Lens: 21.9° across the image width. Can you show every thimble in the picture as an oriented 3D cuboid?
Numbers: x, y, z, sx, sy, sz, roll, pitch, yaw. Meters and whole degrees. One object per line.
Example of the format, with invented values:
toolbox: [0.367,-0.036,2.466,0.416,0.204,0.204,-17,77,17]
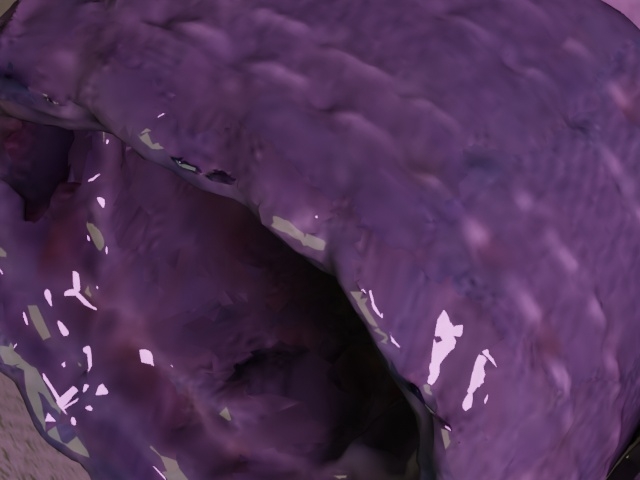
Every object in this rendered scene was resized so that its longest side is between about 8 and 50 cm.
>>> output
thimble: [0.000,0.000,0.527,0.236,0.172,0.205,53,135,-2]

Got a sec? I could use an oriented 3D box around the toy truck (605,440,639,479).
toy truck: [0.171,0.092,0.480,0.155,0.124,0.268,40,138,8]
